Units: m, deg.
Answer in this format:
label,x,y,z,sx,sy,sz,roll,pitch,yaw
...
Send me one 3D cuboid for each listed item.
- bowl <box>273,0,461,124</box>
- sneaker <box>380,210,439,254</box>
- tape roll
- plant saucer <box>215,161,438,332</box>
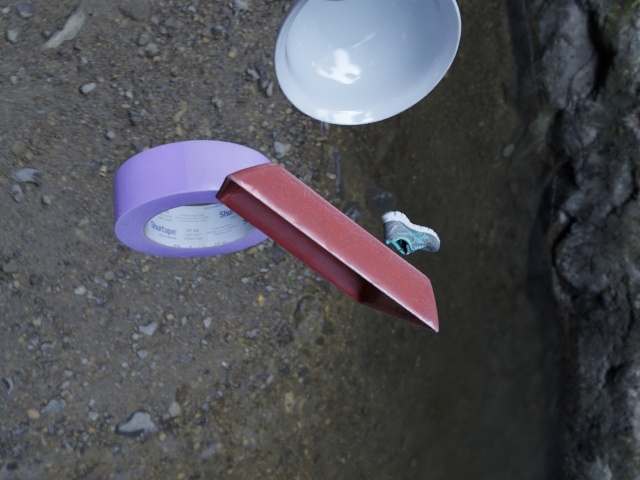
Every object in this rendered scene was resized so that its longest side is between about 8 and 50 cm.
label,x,y,z,sx,sy,sz,roll,pitch,yaw
bowl,0.064,-0.342,0.884,0.298,0.134,0.297,-9,147,-6
sneaker,0.194,0.002,1.185,0.167,0.065,0.076,24,58,-29
tape roll,-0.206,-0.060,0.925,0.275,0.275,0.090,8,62,-38
plant saucer,0.000,0.000,0.637,0.258,0.259,0.047,37,83,-11
